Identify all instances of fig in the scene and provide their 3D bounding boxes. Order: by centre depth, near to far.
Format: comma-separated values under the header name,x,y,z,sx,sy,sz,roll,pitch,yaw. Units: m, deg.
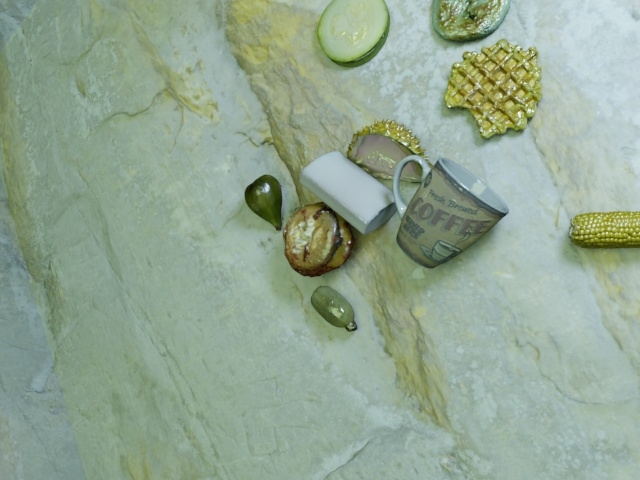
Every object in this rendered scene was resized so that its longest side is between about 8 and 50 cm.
name,x,y,z,sx,sy,sz,roll,pitch,yaw
fig,-0.184,-0.129,1.632,0.133,0.126,0.184,-26,69,11

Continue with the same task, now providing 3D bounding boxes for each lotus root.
name,x,y,z,sx,sy,sz,roll,pitch,yaw
lotus root,0.045,0.214,1.494,0.183,0.077,0.090,43,106,27

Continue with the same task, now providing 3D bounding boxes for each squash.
name,x,y,z,sx,sy,sz,roll,pitch,yaw
squash,0.112,-0.696,1.569,0.252,0.049,0.252,-3,84,26

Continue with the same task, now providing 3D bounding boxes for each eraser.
name,x,y,z,sx,sy,sz,roll,pitch,yaw
eraser,0.088,-0.150,1.443,0.270,0.174,0.094,41,141,19

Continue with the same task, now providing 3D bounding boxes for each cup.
name,x,y,z,sx,sy,sz,roll,pitch,yaw
cup,0.300,-0.084,1.293,0.301,0.227,0.257,43,113,12

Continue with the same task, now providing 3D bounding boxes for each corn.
name,x,y,z,sx,sy,sz,roll,pitch,yaw
corn,0.731,-0.027,1.130,0.260,0.091,0.091,-3,119,28

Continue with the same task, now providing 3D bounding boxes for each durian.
name,x,y,z,sx,sy,sz,roll,pitch,yaw
durian,0.201,-0.277,1.396,0.305,0.196,0.185,27,92,30

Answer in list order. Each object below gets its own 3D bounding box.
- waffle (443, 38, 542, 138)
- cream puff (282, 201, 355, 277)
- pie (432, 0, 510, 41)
name,x,y,z,sx,sy,sz,roll,pitch,yaw
waffle,0.475,-0.419,1.333,0.291,0.051,0.291,-2,85,28
cream puff,0.000,-0.001,1.495,0.240,0.164,0.240,-15,66,37
pie,0.427,-0.686,1.385,0.241,0.054,0.240,-2,86,28
